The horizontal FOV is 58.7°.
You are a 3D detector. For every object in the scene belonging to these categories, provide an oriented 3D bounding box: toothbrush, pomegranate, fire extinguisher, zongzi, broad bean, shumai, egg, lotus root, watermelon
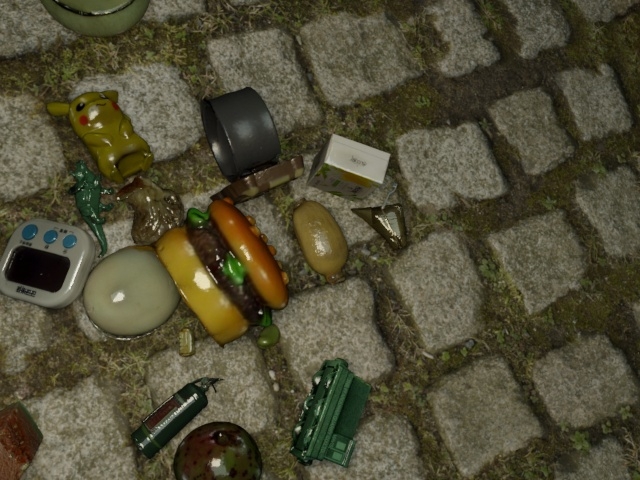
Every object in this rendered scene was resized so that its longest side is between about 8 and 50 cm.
[{"bbox_3d":[0.235,-0.151,1.931,0.017,0.014,0.162,17,41,13],"label":"toothbrush"},{"bbox_3d":[-0.282,0.663,1.587,0.243,0.242,0.305,-3,100,-15],"label":"pomegranate"},{"bbox_3d":[-0.406,0.488,1.646,0.294,0.118,0.093,-42,126,-18],"label":"fire extinguisher"},{"bbox_3d":[0.199,-0.040,1.910,0.176,0.078,0.160,-6,77,-6],"label":"zongzi"},{"bbox_3d":[-0.161,0.300,1.770,0.063,0.045,0.083,37,65,7],"label":"broad bean"},{"bbox_3d":[-0.502,-0.099,1.668,0.167,0.175,0.205,-11,47,7],"label":"shumai"},{"bbox_3d":[-0.538,0.146,1.639,0.286,0.174,0.264,-29,91,-21],"label":"egg"},{"bbox_3d":[0.003,-0.001,1.822,0.146,0.131,0.303,-23,86,-16],"label":"lotus root"},{"bbox_3d":[-0.806,0.545,1.452,0.140,0.257,0.192,-26,94,-17],"label":"watermelon"}]

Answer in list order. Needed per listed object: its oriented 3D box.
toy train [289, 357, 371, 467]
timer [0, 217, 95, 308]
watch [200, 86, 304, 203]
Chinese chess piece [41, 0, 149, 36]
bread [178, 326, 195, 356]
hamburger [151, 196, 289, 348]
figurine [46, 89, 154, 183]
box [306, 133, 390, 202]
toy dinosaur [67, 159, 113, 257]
[{"bbox_3d":[0.036,0.531,1.733,0.178,0.138,0.330,29,71,-17],"label":"toy train"},{"bbox_3d":[-0.770,0.065,1.606,0.262,0.087,0.237,12,76,15],"label":"timer"},{"bbox_3d":[-0.223,-0.297,1.720,0.314,0.335,0.326,-25,96,-17],"label":"watch"},{"bbox_3d":[-0.716,-0.823,1.798,0.350,0.146,0.349,3,78,-14],"label":"Chinese chess piece"},{"bbox_3d":[-0.402,0.306,1.713,0.049,0.033,0.087,-8,77,-1],"label":"bread"},{"bbox_3d":[-0.253,0.087,1.612,0.277,0.396,0.395,-33,88,-6],"label":"hamburger"},{"bbox_3d":[-0.640,-0.330,1.713,0.218,0.169,0.326,-32,90,-33],"label":"figurine"},{"bbox_3d":[0.083,-0.225,1.819,0.195,0.260,0.111,18,75,-9],"label":"box"},{"bbox_3d":[-0.667,-0.102,1.702,0.120,0.079,0.291,-27,91,0],"label":"toy dinosaur"}]
